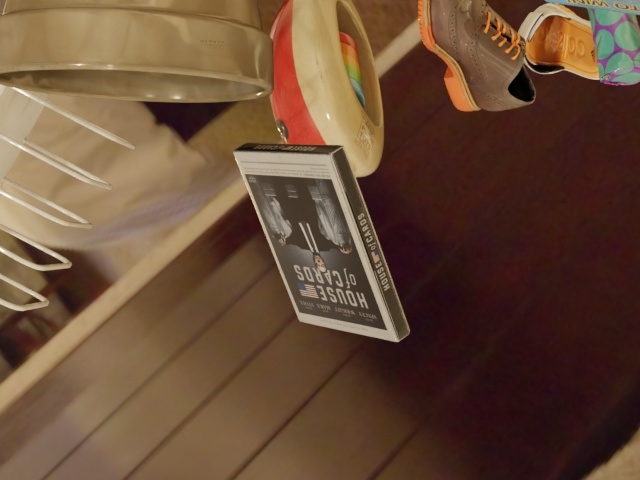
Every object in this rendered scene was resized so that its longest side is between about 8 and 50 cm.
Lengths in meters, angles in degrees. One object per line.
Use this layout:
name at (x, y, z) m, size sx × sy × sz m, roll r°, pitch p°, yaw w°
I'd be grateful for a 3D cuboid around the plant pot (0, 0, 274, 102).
plant pot at (-0.208, -0.310, 1.252) m, size 0.323 × 0.323 × 0.280 m, roll 6°, pitch 95°, yaw 57°

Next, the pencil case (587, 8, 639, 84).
pencil case at (0.375, -0.277, 1.435) m, size 0.070 × 0.065 × 0.151 m, roll -22°, pitch 75°, yaw 49°

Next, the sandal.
sandal at (0.342, -0.295, 1.643) m, size 0.265 × 0.076 × 0.101 m, roll -133°, pitch 41°, yaw -68°

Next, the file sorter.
file sorter at (-0.402, -0.058, 1.518) m, size 0.173 × 0.277 × 0.193 m, roll 29°, pitch -179°, yaw 2°

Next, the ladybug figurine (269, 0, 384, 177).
ladybug figurine at (0.002, -0.291, 2.048) m, size 0.162 × 0.449 × 0.305 m, roll -18°, pitch 139°, yaw 17°

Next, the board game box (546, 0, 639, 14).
board game box at (0.282, -0.227, 0.758) m, size 0.308 × 0.086 × 0.302 m, roll 14°, pitch 180°, yaw 22°

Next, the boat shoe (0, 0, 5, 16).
boat shoe at (-0.447, -0.381, 1.628) m, size 0.123 × 0.116 × 0.324 m, roll -28°, pitch 104°, yaw 32°

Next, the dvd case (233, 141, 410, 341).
dvd case at (0.000, 0.000, 1.278) m, size 0.179 × 0.030 × 0.238 m, roll 7°, pitch 124°, yaw 50°

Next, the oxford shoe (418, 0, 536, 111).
oxford shoe at (0.179, -0.236, 1.239) m, size 0.098 × 0.096 × 0.271 m, roll 9°, pitch 160°, yaw 26°
